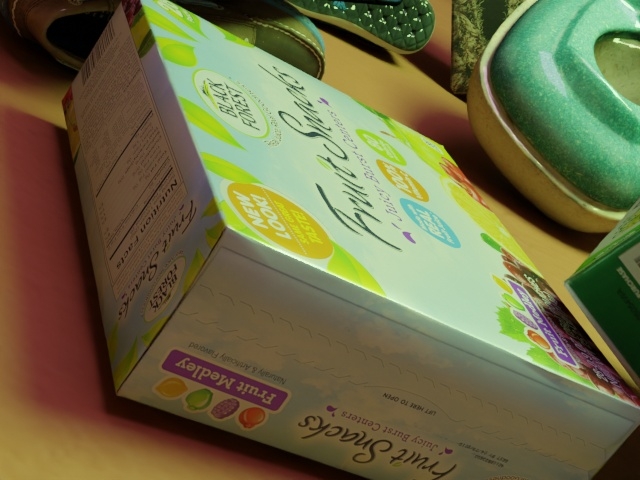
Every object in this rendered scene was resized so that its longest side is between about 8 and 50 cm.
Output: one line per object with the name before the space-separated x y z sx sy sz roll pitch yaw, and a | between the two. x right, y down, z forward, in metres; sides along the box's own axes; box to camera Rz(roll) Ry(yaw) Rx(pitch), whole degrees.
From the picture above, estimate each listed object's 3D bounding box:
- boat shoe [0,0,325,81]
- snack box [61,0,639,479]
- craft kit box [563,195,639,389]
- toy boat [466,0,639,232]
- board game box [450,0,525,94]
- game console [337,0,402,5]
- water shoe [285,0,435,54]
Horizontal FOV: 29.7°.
boat shoe | -0.070 -0.093 0.605 0.183 0.066 0.066 6 35 -33
snack box | 0.000 0.000 0.457 0.174 0.070 0.207 25 19 -27
craft kit box | 0.215 0.080 0.511 0.250 0.061 0.247 54 25 6
toy boat | 0.274 -0.076 0.879 0.318 0.148 0.267 45 50 4
board game box | 0.274 -0.245 1.066 0.291 0.232 0.141 3 10 22
game console | -0.125 -0.184 0.670 0.293 0.250 0.173 -20 97 -67
water shoe | 0.001 -0.215 1.025 0.203 0.073 0.080 28 -3 -24
